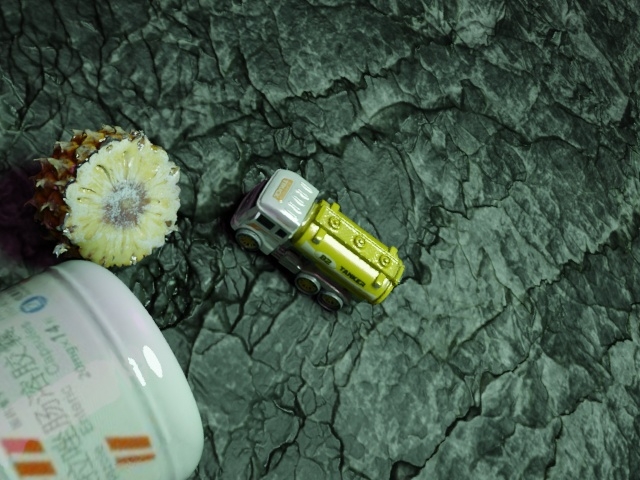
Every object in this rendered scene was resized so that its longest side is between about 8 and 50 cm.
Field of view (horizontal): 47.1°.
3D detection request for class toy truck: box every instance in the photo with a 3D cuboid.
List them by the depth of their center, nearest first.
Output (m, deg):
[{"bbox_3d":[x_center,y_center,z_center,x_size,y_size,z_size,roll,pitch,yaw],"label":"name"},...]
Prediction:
[{"bbox_3d":[0.000,0.000,0.990,0.226,0.114,0.098,37,53,-12],"label":"toy truck"}]

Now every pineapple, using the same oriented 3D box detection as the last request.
[{"bbox_3d":[-0.268,-0.061,0.858,0.176,0.136,0.162,-24,124,-43],"label":"pineapple"}]

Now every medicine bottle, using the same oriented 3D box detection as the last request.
[{"bbox_3d":[-0.283,0.180,0.639,0.301,0.241,0.241,-30,85,-29],"label":"medicine bottle"}]
